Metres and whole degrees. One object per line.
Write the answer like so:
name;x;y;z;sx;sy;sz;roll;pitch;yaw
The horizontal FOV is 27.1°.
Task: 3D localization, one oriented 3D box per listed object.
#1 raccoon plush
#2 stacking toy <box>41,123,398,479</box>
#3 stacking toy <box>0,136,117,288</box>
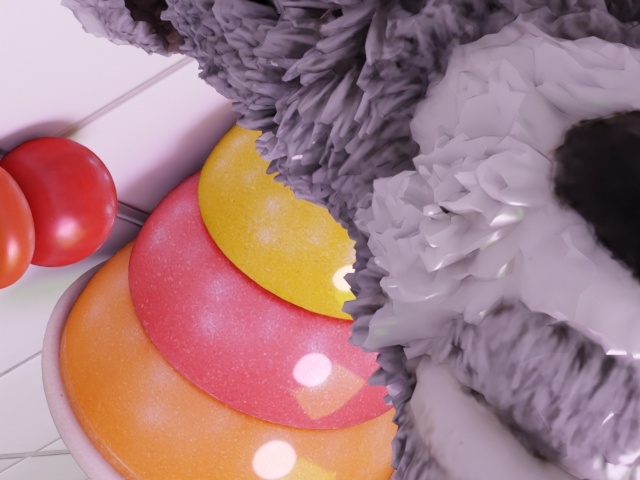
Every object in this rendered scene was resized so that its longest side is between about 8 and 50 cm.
raccoon plush;0.032;-0.032;0.537;0.216;0.299;0.446;-1;175;-21
stacking toy;0.000;0.000;1.086;0.350;0.350;0.480;-16;146;-45
stacking toy;-0.265;0.008;0.825;0.330;0.141;0.141;-23;168;-47
